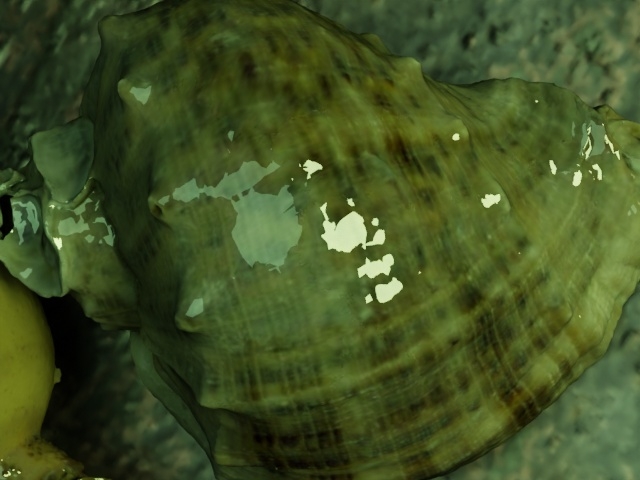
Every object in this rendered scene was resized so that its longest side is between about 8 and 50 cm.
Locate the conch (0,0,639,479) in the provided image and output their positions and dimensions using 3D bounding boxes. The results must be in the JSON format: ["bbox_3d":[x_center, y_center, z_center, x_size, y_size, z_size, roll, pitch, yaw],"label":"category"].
[{"bbox_3d":[-0.007,-0.001,0.736,0.291,0.159,0.210,-3,83,15],"label":"conch"}]

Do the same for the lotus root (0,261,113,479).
[{"bbox_3d":[-0.217,0.025,0.807,0.303,0.131,0.146,48,122,16],"label":"lotus root"}]
